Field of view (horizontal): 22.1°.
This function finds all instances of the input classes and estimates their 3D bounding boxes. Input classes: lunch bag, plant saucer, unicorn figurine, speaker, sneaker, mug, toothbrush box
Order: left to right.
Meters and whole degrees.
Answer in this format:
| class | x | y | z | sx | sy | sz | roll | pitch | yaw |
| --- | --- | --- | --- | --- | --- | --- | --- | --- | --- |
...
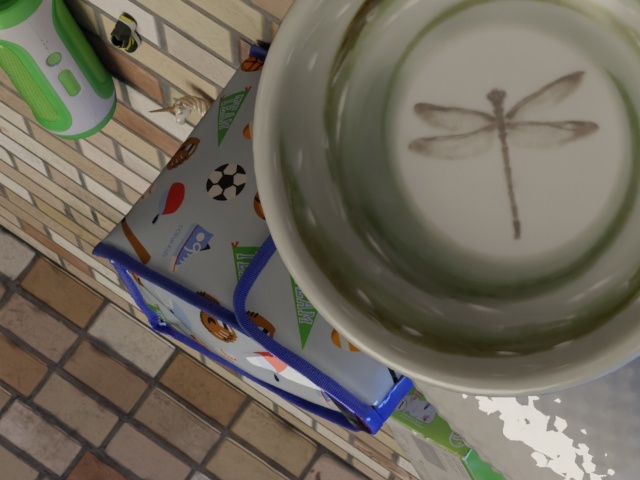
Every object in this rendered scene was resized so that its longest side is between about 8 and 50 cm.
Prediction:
| class | x | y | z | sx | sy | sz | roll | pitch | yaw |
| --- | --- | --- | --- | --- | --- | --- | --- | --- | --- |
| speaker | -0.375 | -0.258 | 2.202 | 0.131 | 0.131 | 0.296 | 28 | 162 | 27 |
| sneaker | -0.255 | -0.260 | 2.106 | 0.031 | 0.035 | 0.083 | 34 | 164 | 12 |
| unicorn figurine | -0.132 | -0.141 | 2.167 | 0.162 | 0.060 | 0.111 | 15 | 150 | 18 |
| lunch bag | 0.000 | 0.000 | 1.796 | 0.385 | 0.328 | 0.239 | 27 | 163 | 34 |
| plant saucer | 0.145 | -0.077 | 1.327 | 0.400 | 0.400 | 0.100 | 32 | -161 | 14 |
| toothbrush box | 0.211 | 0.144 | 1.832 | 0.122 | 0.283 | 0.206 | 26 | 161 | 30 |
| mug | 0.261 | 0.067 | 1.496 | 0.328 | 0.374 | 0.276 | 52 | -151 | 9 |
